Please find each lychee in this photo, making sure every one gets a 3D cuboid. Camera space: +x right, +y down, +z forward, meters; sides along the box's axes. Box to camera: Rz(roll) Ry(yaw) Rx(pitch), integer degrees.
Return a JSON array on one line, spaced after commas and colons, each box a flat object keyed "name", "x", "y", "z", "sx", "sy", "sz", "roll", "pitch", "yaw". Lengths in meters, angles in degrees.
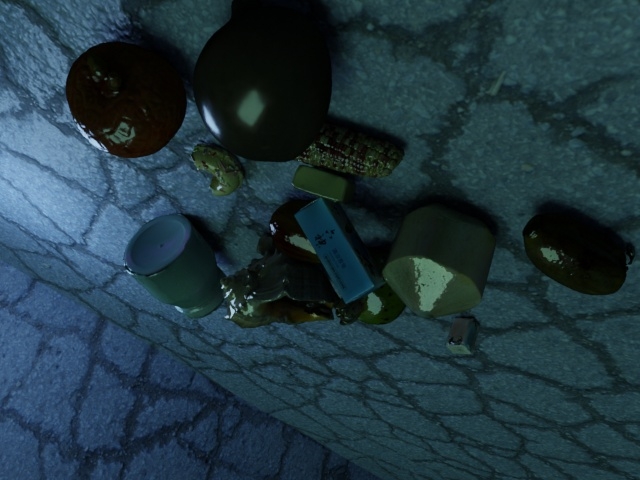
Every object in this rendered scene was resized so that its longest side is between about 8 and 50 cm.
[{"name": "lychee", "x": -0.408, "y": -0.293, "z": 1.301, "sx": 0.255, "sy": 0.255, "sz": 0.300, "roll": 18, "pitch": -178, "yaw": 10}]

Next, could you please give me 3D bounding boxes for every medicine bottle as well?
[{"name": "medicine bottle", "x": -0.441, "y": 0.095, "z": 1.960, "sx": 0.244, "sy": 0.245, "sz": 0.290, "roll": 5, "pitch": 144, "yaw": 31}]

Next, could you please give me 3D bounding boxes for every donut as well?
[{"name": "donut", "x": -0.253, "y": -0.170, "z": 1.567, "sx": 0.108, "sy": 0.065, "sz": 0.166, "roll": 11, "pitch": 149, "yaw": 21}]

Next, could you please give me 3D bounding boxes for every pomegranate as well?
[{"name": "pomegranate", "x": 0.125, "y": 0.133, "z": 1.613, "sx": 0.202, "sy": 0.248, "sz": 0.202, "roll": 22, "pitch": 127, "yaw": 33}]

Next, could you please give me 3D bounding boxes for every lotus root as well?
[{"name": "lotus root", "x": 0.516, "y": 0.029, "z": 1.262, "sx": 0.241, "sy": 0.124, "sz": 0.123, "roll": 28, "pitch": 140, "yaw": -7}]

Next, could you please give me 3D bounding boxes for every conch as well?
[{"name": "conch", "x": -0.093, "y": 0.124, "z": 1.681, "sx": 0.352, "sy": 0.210, "sz": 0.297, "roll": -1, "pitch": 171, "yaw": -29}]

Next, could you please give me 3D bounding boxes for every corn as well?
[{"name": "corn", "x": 0.030, "y": -0.195, "z": 1.291, "sx": 0.289, "sy": 0.098, "sz": 0.098, "roll": 15, "pitch": 150, "yaw": 8}]

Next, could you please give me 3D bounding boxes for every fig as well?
[{"name": "fig", "x": 0.001, "y": -0.002, "z": 1.558, "sx": 0.274, "sy": 0.146, "sz": 0.170, "roll": 28, "pitch": 155, "yaw": 25}]

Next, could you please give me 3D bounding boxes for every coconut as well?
[{"name": "coconut", "x": 0.259, "y": 0.060, "z": 1.381, "sx": 0.239, "sy": 0.244, "sz": 0.239, "roll": 19, "pitch": 150, "yaw": 11}]

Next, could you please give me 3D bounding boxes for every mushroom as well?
[{"name": "mushroom", "x": -0.080, "y": 0.088, "z": 1.834, "sx": 0.099, "sy": 0.096, "sz": 0.278, "roll": -36, "pitch": 107, "yaw": 28}]

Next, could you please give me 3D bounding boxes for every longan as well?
[{"name": "longan", "x": -0.108, "y": -0.284, "z": 1.106, "sx": 0.300, "sy": 0.243, "sz": 0.300, "roll": 21, "pitch": 121, "yaw": 39}]

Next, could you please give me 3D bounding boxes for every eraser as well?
[{"name": "eraser", "x": 0.012, "y": -0.124, "z": 1.369, "sx": 0.117, "sy": 0.058, "sz": 0.172, "roll": 20, "pitch": -174, "yaw": 8}]

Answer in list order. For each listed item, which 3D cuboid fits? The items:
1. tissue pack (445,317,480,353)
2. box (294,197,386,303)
[{"name": "tissue pack", "x": 0.408, "y": 0.271, "z": 1.773, "sx": 0.074, "sy": 0.094, "sz": 0.058, "roll": -7, "pitch": 140, "yaw": 47}, {"name": "box", "x": 0.048, "y": 0.021, "z": 1.406, "sx": 0.083, "sy": 0.232, "sz": 0.142, "roll": -32, "pitch": 171, "yaw": 15}]
